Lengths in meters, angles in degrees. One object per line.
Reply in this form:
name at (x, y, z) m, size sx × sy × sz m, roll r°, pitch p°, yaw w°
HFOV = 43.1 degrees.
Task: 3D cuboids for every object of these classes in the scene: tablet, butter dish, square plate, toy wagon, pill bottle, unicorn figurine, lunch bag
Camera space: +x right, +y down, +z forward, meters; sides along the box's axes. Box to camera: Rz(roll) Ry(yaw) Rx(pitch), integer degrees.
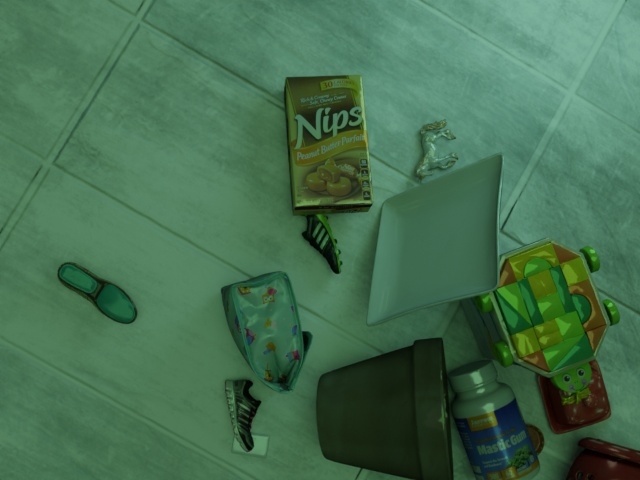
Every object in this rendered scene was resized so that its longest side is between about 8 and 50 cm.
tablet at (-0.162, 0.474, 1.885) m, size 0.083 × 0.006 × 0.054 m, roll 10°, pitch 86°, yaw -5°
butter dish at (0.619, 0.372, 1.920) m, size 0.160 × 0.118 × 0.160 m, roll -15°, pitch 87°, yaw -7°
square plate at (0.258, 0.007, 1.766) m, size 0.049 × 0.344 × 0.347 m, roll 35°, pitch 50°, yaw -34°
toy wagon at (0.482, 0.172, 1.669) m, size 0.267 × 0.068 × 0.344 m, roll -20°, pitch 87°, yaw -6°
pill bottle at (0.392, 0.422, 1.875) m, size 0.152 × 0.152 × 0.272 m, roll -21°, pitch 89°, yaw -7°
unicorn figurine at (0.275, -0.208, 1.955) m, size 0.111 × 0.060 × 0.162 m, roll -7°, pitch 71°, yaw -6°
lunch bag at (-0.114, 0.208, 1.797) m, size 0.160 × 0.223 × 0.262 m, roll -17°, pitch 89°, yaw -13°

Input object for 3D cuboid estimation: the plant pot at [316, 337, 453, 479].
plant pot at (0.144, 0.386, 1.795) m, size 0.280 × 0.323 × 0.323 m, roll -6°, pitch 87°, yaw 9°

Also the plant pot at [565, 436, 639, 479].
plant pot at (0.671, 0.558, 1.879) m, size 0.191 × 0.191 × 0.174 m, roll 17°, pitch 82°, yaw -5°

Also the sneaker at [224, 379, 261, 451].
sneaker at (-0.168, 0.395, 1.857) m, size 0.075 × 0.063 × 0.170 m, roll -14°, pitch 80°, yaw -3°

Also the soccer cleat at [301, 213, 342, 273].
soccer cleat at (0.000, 0.000, 1.911) m, size 0.072 × 0.060 × 0.179 m, roll -20°, pitch 82°, yaw 2°

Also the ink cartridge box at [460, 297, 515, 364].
ink cartridge box at (0.458, 0.151, 1.840) m, size 0.198 × 0.270 × 0.197 m, roll -23°, pitch 88°, yaw -7°

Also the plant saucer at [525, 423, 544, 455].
plant saucer at (0.497, 0.483, 1.952) m, size 0.083 × 0.013 × 0.083 m, roll 0°, pitch 87°, yaw -5°

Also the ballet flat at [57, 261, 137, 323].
ballet flat at (-0.501, 0.117, 1.840) m, size 0.206 × 0.067 × 0.073 m, roll 39°, pitch 81°, yaw -5°

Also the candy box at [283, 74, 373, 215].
candy box at (0.016, -0.222, 1.887) m, size 0.183 × 0.087 × 0.316 m, roll -3°, pitch 78°, yaw -7°
